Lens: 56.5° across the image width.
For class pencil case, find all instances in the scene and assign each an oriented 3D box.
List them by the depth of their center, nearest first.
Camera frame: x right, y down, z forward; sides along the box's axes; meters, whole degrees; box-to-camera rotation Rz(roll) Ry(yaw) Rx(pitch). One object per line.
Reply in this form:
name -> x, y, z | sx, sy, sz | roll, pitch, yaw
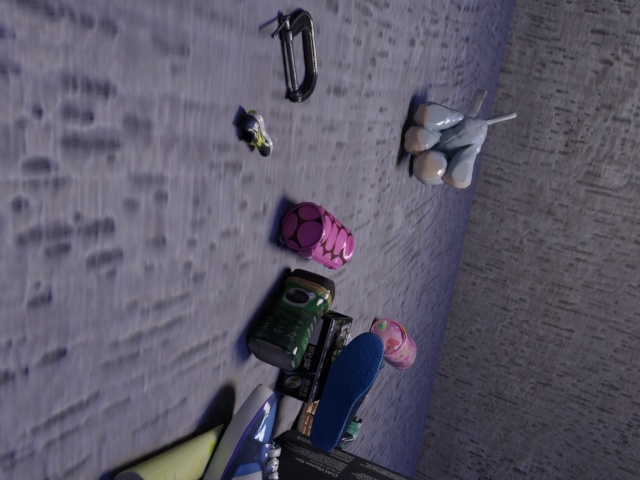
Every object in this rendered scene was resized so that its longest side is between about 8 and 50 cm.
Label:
pencil case -> 0.000, 0.000, 1.101 | 0.209, 0.095, 0.098 | 26, 45, -67
pencil case -> 0.231, 0.331, 1.877 | 0.284, 0.124, 0.124 | 53, 55, -65

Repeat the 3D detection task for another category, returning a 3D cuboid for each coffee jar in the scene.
coffee jar -> -0.046, 0.136, 1.067 | 0.079, 0.096, 0.184 | 86, 29, -47

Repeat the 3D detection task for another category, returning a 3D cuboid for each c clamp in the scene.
c clamp -> -0.038, -0.279, 0.917 | 0.160, 0.022, 0.137 | 79, 28, -47

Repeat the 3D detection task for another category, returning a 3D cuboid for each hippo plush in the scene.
hippo plush -> 0.335, -0.279, 1.678 | 0.294, 0.234, 0.236 | -56, -173, -7

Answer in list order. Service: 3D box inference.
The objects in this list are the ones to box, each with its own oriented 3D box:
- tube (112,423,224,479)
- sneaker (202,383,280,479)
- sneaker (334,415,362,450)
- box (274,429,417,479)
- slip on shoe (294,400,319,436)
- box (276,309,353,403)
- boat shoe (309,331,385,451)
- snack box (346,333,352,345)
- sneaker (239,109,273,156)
tube -> -0.205, 0.328, 0.855 | 0.062, 0.070, 0.240 | 65, 11, 12
sneaker -> -0.074, 0.425, 0.960 | 0.130, 0.237, 0.322 | 95, 20, -74
sneaker -> 0.060, 0.551, 1.643 | 0.224, 0.083, 0.098 | 12, 98, -70
box -> 0.008, 0.543, 1.138 | 0.313, 0.344, 0.178 | 5, 100, -68
slip on shoe -> -0.024, 0.404, 1.389 | 0.041, 0.051, 0.135 | -39, -158, 47
box -> -0.009, 0.237, 1.254 | 0.147, 0.078, 0.180 | 18, 88, -69
boat shoe -> 0.048, 0.301, 1.225 | 0.258, 0.109, 0.089 | -58, 167, 3
snack box -> 0.068, 0.311, 1.576 | 0.064, 0.022, 0.178 | -61, 155, -30
sneaker -> -0.095, -0.147, 0.851 | 0.035, 0.031, 0.083 | -50, 146, -22
